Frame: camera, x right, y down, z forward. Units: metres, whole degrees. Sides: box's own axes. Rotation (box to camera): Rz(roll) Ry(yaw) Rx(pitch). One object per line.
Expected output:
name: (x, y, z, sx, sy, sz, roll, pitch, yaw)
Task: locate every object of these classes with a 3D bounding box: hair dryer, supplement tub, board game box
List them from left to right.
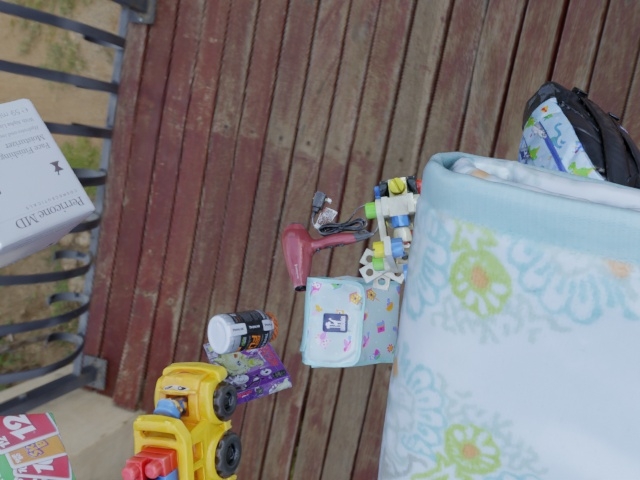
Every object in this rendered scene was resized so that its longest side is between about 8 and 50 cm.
board game box: (-0.377, 0.237, 0.605, 0.039, 0.259, 0.124, -53, 54, 21)
supplement tub: (-0.225, 0.267, 1.806, 0.117, 0.190, 0.117, 3, 94, 47)
board game box: (-0.245, 0.401, 1.980, 0.208, 0.347, 0.056, -11, 111, -19)
hair dryer: (0.000, 0.000, 1.571, 0.223, 0.080, 0.293, 21, 71, 35)

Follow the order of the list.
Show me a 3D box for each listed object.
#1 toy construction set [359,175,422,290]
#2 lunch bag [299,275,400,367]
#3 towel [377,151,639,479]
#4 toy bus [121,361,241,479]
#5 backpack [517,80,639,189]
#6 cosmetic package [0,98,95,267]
toy construction set: (0.156, -0.005, 1.182, 0.151, 0.328, 0.215, -6, 79, -3)
lunch bag: (0.067, 0.201, 1.538, 0.160, 0.262, 0.223, 4, 89, 50)
towel: (0.210, 0.137, 0.377, 0.374, 0.090, 0.320, 20, 115, 31)
toy bus: (-0.250, 0.336, 1.038, 0.149, 0.211, 0.220, -2, 92, 24)
backpack: (0.569, -0.134, 1.303, 0.290, 0.355, 0.273, 28, 115, -24)
cosmetic package: (-0.447, -0.069, 0.845, 0.151, 0.151, 0.184, -27, 95, 41)
